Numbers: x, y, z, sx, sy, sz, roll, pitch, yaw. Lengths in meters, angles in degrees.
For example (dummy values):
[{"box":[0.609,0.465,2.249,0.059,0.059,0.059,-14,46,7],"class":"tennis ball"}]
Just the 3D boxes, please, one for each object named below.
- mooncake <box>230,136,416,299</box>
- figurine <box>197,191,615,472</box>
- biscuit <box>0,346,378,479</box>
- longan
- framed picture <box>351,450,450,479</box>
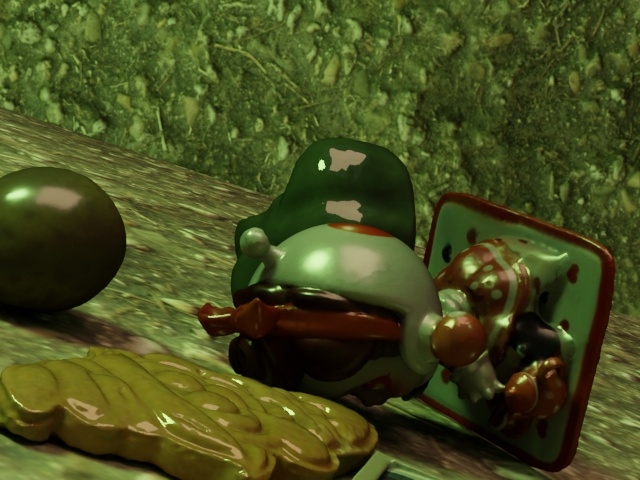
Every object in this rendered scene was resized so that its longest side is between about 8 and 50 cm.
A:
[{"box":[0.000,0.000,0.967,0.104,0.175,0.168,15,22,-24],"class":"mooncake"},{"box":[0.034,0.052,0.781,0.226,0.160,0.183,4,12,-35],"class":"figurine"},{"box":[-0.054,0.089,0.615,0.162,0.035,0.250,29,9,41],"class":"biscuit"},{"box":[-0.179,0.000,0.765,0.113,0.092,0.113,2,20,-1],"class":"longan"},{"box":[0.106,0.153,0.567,0.203,0.015,0.150,20,4,11],"class":"framed picture"}]
